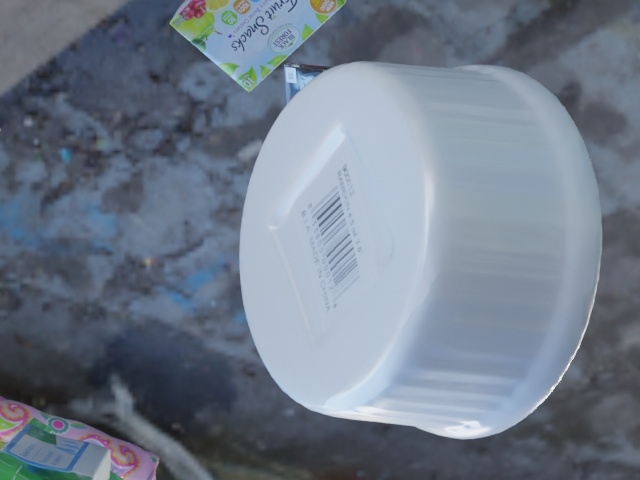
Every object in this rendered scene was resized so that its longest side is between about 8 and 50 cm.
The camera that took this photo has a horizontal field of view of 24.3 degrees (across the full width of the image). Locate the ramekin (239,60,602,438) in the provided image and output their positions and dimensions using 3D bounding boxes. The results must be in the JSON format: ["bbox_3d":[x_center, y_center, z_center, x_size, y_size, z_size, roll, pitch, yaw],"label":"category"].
[{"bbox_3d":[0.057,0.003,1.068,0.135,0.277,0.277,6,141,-33],"label":"ramekin"}]

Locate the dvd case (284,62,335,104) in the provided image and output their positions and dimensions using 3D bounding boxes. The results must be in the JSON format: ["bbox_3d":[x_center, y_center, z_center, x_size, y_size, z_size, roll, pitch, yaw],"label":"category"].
[{"bbox_3d":[0.007,-0.208,2.126,0.119,0.013,0.087,7,122,18],"label":"dvd case"}]

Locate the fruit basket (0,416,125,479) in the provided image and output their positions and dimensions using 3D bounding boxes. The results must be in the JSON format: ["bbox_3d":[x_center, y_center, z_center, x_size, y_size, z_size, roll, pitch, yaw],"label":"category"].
[{"bbox_3d":[-0.347,0.207,1.284,0.353,0.327,0.165,26,91,-2],"label":"fruit basket"}]

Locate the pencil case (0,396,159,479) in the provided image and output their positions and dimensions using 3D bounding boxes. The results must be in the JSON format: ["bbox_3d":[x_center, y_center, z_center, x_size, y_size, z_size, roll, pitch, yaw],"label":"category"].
[{"bbox_3d":[-0.330,0.254,1.724,0.284,0.124,0.124,22,138,0],"label":"pencil case"}]

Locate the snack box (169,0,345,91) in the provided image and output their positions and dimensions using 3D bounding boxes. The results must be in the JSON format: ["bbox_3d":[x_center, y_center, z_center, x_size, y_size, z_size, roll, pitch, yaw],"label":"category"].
[{"bbox_3d":[-0.055,-0.213,1.346,0.100,0.037,0.141,39,128,-16],"label":"snack box"}]
